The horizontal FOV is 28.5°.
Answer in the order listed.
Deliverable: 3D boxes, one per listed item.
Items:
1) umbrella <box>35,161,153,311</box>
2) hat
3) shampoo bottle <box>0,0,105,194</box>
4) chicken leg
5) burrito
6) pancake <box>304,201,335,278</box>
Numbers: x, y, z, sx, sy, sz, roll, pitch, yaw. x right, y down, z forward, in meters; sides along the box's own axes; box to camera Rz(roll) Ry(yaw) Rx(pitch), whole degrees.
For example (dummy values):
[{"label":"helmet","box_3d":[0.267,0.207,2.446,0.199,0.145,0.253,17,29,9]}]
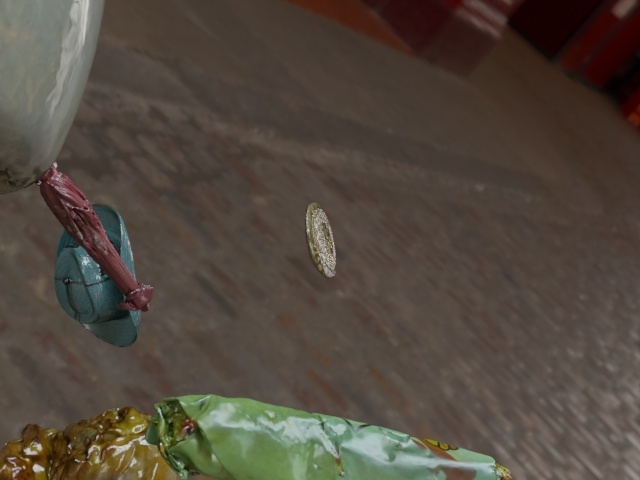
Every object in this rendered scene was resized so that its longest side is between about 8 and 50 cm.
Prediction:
[{"label":"umbrella","box_3d":[-0.168,-0.010,0.897,0.165,0.025,0.027,57,45,-28]},{"label":"hat","box_3d":[-0.292,0.053,1.595,0.138,0.191,0.078,7,18,42]},{"label":"shampoo bottle","box_3d":[-0.276,-0.146,0.680,0.322,0.317,0.322,23,-12,5]},{"label":"chicken leg","box_3d":[-0.376,0.364,1.694,0.295,0.409,0.182,18,36,-29]},{"label":"burrito","box_3d":[0.007,0.184,0.951,0.288,0.054,0.104,16,62,-13]},{"label":"pancake","box_3d":[0.001,0.000,1.768,0.115,0.011,0.115,-9,90,-72]}]
